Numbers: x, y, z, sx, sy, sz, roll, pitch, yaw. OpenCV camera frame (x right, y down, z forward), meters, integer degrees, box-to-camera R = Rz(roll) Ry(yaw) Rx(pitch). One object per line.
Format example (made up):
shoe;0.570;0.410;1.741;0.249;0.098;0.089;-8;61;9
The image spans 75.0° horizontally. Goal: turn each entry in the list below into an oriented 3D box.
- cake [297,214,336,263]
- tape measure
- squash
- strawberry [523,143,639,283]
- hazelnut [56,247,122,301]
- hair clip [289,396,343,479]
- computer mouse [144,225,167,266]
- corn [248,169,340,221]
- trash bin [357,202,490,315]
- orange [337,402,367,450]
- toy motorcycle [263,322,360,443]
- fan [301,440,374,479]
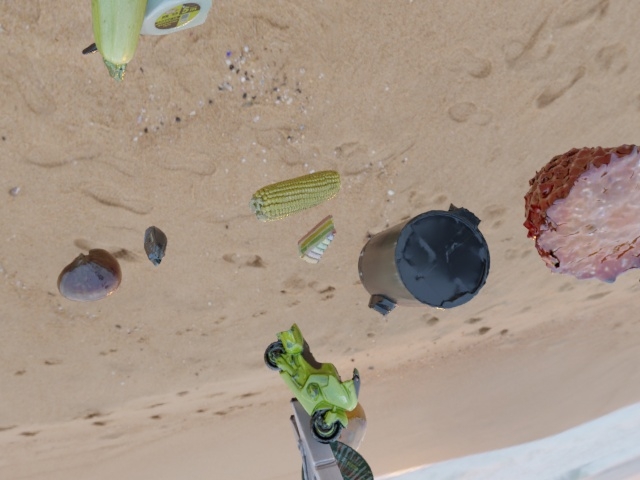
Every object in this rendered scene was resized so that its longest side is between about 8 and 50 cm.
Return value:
cake;-0.019;-0.004;1.777;0.090;0.109;0.225;13;130;-28
tape measure;-0.442;-0.583;1.052;0.351;0.215;0.098;-34;105;-24
squash;-0.461;-0.494;0.952;0.137;0.137;0.288;3;124;-27
strawberry;0.414;-0.060;0.636;0.233;0.178;0.234;-2;124;-3
hazelnut;-0.803;0.125;1.452;0.203;0.178;0.178;-22;144;-24
hair clip;-0.016;0.605;1.179;0.085;0.331;0.101;6;118;-24
computer mouse;-0.453;0.014;1.162;0.047;0.135;0.079;8;128;-41
corn;-0.086;-0.176;1.610;0.387;0.144;0.144;-19;143;-24
trash bin;0.217;0.056;0.952;0.202;0.252;0.301;31;169;-4
orange;0.055;0.712;1.594;0.261;0.261;0.261;-13;140;-11
toy motorcycle;-0.013;0.395;1.222;0.206;0.342;0.142;-30;151;-23
fan;0.049;0.753;1.241;0.223;0.294;0.012;4;147;0
